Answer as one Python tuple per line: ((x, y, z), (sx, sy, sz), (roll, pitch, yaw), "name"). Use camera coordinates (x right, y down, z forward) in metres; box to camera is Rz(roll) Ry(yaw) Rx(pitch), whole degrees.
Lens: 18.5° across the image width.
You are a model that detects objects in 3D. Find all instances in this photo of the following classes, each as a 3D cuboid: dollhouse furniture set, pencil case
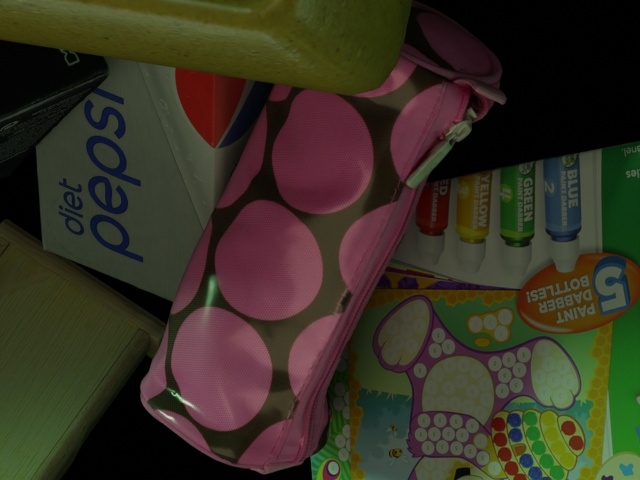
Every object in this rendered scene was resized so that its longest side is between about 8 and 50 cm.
((-0.180, 0.117, 1.126), (0.212, 0.161, 0.242), (33, 161, 5), "dollhouse furniture set")
((0.000, 0.000, 0.830), (0.098, 0.095, 0.209), (37, 114, 30), "pencil case")

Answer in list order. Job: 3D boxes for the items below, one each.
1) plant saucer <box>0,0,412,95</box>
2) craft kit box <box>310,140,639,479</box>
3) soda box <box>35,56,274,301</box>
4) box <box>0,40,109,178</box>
((-0.104, -0.204, 0.629), (0.332, 0.081, 0.333), (9, 118, -6), "plant saucer")
((0.103, 0.089, 0.832), (0.250, 0.061, 0.247), (-11, 84, 40), "craft kit box")
((-0.064, -0.106, 0.843), (0.098, 0.091, 0.286), (21, 136, 17), "soda box")
((-0.184, -0.097, 0.823), (0.156, 0.093, 0.158), (61, 153, 1), "box")
